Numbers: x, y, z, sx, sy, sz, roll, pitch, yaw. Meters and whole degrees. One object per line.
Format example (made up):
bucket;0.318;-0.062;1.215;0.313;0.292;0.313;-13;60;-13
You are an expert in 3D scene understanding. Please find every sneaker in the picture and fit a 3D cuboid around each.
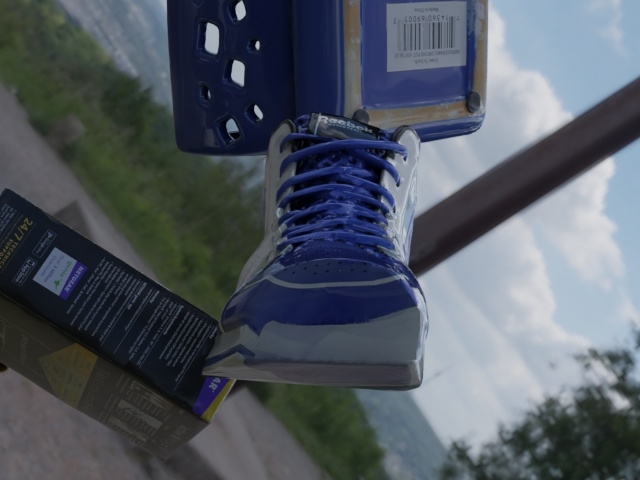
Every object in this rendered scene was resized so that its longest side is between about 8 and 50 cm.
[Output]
sneaker;0.000;0.000;0.790;0.315;0.127;0.182;83;10;-85

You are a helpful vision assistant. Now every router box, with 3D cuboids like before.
router box;-0.206;0.091;1.129;0.243;0.081;0.309;33;-21;-4

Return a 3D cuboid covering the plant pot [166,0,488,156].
plant pot;0.017;-0.189;1.090;0.212;0.236;0.236;14;-71;50

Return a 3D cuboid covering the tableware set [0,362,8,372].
tableware set;-0.400;0.104;1.316;0.154;0.104;0.024;20;41;-26
